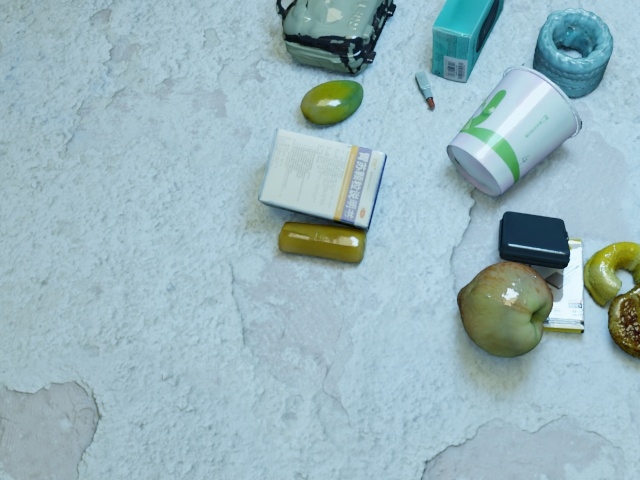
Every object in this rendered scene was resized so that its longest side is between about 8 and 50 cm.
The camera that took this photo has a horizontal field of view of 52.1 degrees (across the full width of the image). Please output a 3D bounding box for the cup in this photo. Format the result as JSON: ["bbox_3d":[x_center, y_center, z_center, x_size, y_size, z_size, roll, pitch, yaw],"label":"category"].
[{"bbox_3d":[0.483,-0.268,1.686,0.274,0.253,0.253,-46,67,-3],"label":"cup"}]

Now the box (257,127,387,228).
[{"bbox_3d":[0.006,-0.159,1.719,0.299,0.106,0.200,14,86,5],"label":"box"}]

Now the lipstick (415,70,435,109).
[{"bbox_3d":[0.306,-0.429,1.888,0.030,0.030,0.129,-17,64,1],"label":"lipstick"}]

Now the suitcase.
[{"bbox_3d":[0.028,-0.691,1.964,0.339,0.194,0.352,17,69,18],"label":"suitcase"}]

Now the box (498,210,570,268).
[{"bbox_3d":[0.511,-0.005,1.578,0.160,0.050,0.230,9,24,13],"label":"box"}]

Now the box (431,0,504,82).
[{"bbox_3d":[0.427,-0.638,1.871,0.118,0.205,0.311,23,70,16],"label":"box"}]

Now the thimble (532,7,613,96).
[{"bbox_3d":[0.689,-0.525,1.813,0.198,0.143,0.235,-19,62,-1],"label":"thimble"}]

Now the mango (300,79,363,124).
[{"bbox_3d":[0.037,-0.402,1.891,0.194,0.092,0.130,-31,62,-16],"label":"mango"}]

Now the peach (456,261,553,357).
[{"bbox_3d":[0.409,0.154,1.508,0.232,0.232,0.233,-3,65,7],"label":"peach"}]

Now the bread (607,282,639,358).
[{"bbox_3d":[0.753,0.186,1.498,0.193,0.064,0.193,0,84,4],"label":"bread"}]

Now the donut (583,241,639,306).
[{"bbox_3d":[0.724,0.068,1.571,0.181,0.078,0.146,-13,67,1],"label":"donut"}]

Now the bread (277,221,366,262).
[{"bbox_3d":[0.000,0.000,1.716,0.239,0.074,0.093,7,72,12],"label":"bread"}]

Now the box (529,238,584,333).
[{"bbox_3d":[0.572,0.101,1.595,0.129,0.033,0.247,0,65,18],"label":"box"}]
